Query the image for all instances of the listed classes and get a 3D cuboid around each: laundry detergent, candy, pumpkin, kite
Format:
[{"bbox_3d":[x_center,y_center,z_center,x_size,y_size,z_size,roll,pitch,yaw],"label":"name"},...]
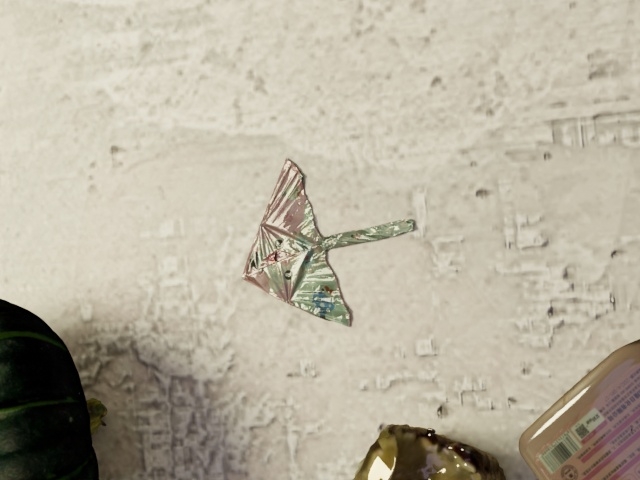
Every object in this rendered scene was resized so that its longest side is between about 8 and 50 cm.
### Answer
[{"bbox_3d":[0.262,0.174,1.277,0.171,0.076,0.237,-46,73,22],"label":"laundry detergent"},{"bbox_3d":[0.078,0.170,1.356,0.095,0.110,0.085,30,98,11],"label":"candy"},{"bbox_3d":[-0.260,0.161,1.484,0.250,0.216,0.250,37,136,46],"label":"pumpkin"},{"bbox_3d":[0.000,0.000,1.442,0.152,0.005,0.137,-24,83,26],"label":"kite"}]
